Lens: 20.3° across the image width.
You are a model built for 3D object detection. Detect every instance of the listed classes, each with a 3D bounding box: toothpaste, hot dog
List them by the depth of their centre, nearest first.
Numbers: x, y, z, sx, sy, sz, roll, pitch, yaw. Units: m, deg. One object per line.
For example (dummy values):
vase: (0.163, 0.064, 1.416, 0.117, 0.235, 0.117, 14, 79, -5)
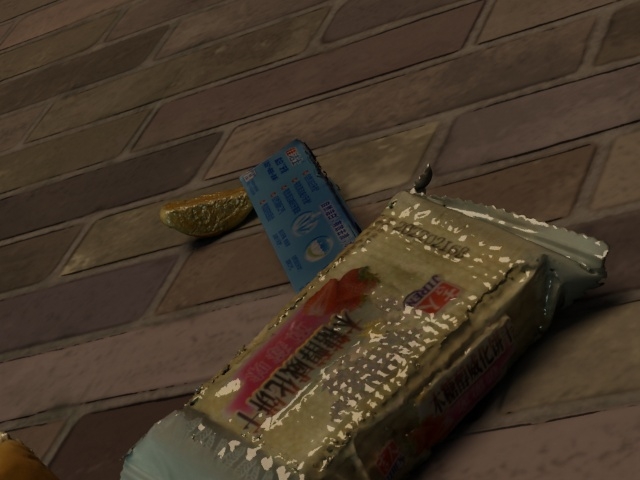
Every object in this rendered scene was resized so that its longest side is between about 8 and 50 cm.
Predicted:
toothpaste: (0.000, 0.000, 1.348, 0.066, 0.053, 0.272, -36, 26, 3)
hot dog: (-0.090, -0.021, 1.507, 0.090, 0.034, 0.030, -12, 17, -1)

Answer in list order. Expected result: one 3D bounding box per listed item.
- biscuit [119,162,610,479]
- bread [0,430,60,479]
biscuit: (0.027, 0.086, 1.116, 0.309, 0.079, 0.186, -42, 40, -21)
bread: (-0.205, 0.199, 1.169, 0.082, 0.106, 0.125, -3, 41, 47)
